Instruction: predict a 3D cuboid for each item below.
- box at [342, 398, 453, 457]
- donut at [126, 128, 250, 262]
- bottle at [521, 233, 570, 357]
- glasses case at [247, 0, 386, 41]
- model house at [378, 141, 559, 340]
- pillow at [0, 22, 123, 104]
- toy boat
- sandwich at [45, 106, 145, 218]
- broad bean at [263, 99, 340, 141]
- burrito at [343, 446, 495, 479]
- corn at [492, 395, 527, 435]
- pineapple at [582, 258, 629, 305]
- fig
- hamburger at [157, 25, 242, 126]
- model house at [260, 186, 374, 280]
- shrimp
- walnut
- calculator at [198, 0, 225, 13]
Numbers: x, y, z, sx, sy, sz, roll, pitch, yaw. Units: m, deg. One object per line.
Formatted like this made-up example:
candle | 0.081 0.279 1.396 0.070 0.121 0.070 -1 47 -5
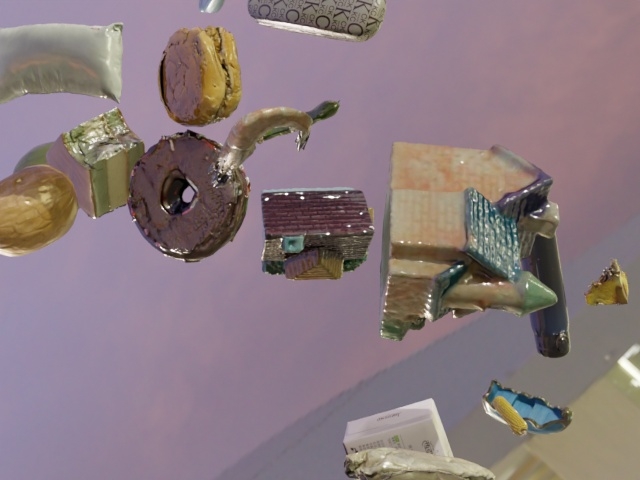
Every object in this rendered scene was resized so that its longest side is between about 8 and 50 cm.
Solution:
box | 0.181 0.484 1.991 0.195 0.260 0.111 -17 9 11
donut | -0.263 -0.088 1.936 0.269 0.270 0.103 -50 -16 13
bottle | 0.423 0.098 1.800 0.072 0.244 0.082 -14 11 -18
glasses case | -0.013 -0.552 2.259 0.085 0.355 0.137 31 -104 -63
model house | 0.243 0.007 1.564 0.245 0.280 0.312 93 -177 -46
pillow | -0.463 -0.307 1.677 0.078 0.254 0.144 -9 -80 -78
toy boat | 0.423 0.340 1.958 0.075 0.186 0.077 -47 -34 -36
sandwich | -0.509 -0.205 2.138 0.155 0.227 0.198 -31 -31 -29
broad bean | -0.066 -0.292 2.377 0.256 0.052 0.053 -17 -33 16
burrito | 0.144 0.333 1.374 0.063 0.230 0.058 -130 56 -68
corn | 0.315 0.293 1.594 0.028 0.083 0.027 -45 -41 8
pineapple | 0.598 0.088 1.964 0.114 0.077 0.114 -21 -47 -12
fig | -0.694 -0.168 2.526 0.203 0.203 0.225 -31 -4 -46
hamburger | -0.239 -0.321 1.909 0.108 0.213 0.213 -6 -39 -39
model house | 0.000 0.000 2.259 0.249 0.281 0.229 -122 30 -73
shrimp | -0.100 -0.156 1.579 0.152 0.046 0.219 -6 -26 -39
walnut | -0.569 -0.058 1.872 0.197 0.165 0.165 -29 -20 -21
calculator | -0.200 -0.580 1.998 0.303 0.042 0.188 137 142 -63
